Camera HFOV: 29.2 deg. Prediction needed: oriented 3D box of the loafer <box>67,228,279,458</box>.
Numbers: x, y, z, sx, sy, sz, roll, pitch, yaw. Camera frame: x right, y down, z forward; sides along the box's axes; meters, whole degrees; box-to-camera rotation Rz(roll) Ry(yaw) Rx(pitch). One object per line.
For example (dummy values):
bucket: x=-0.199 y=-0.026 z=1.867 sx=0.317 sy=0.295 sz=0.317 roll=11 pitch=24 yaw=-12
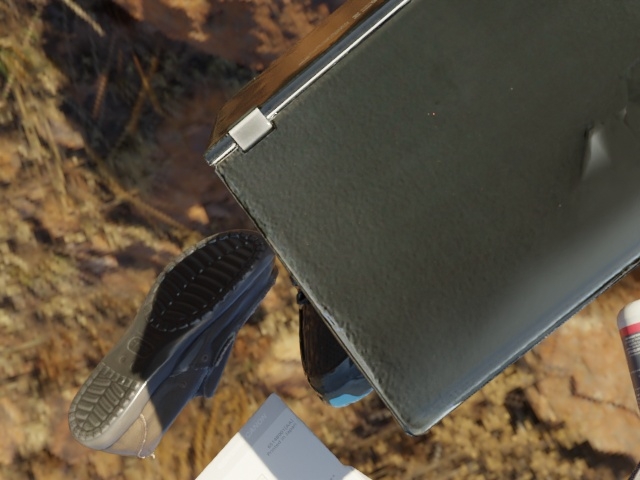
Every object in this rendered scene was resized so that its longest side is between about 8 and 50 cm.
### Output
loafer: x=-0.183 y=0.141 z=1.652 sx=0.366 sy=0.134 sz=0.130 roll=-48 pitch=135 yaw=-8

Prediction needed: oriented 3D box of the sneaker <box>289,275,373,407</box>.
sneaker: x=0.000 y=0.000 z=1.226 sx=0.125 sy=0.340 sz=0.140 roll=-26 pitch=141 yaw=36

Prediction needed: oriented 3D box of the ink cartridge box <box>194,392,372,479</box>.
ink cartridge box: x=-0.055 y=0.338 z=1.192 sx=0.296 sy=0.261 sz=0.066 roll=-48 pitch=138 yaw=-1

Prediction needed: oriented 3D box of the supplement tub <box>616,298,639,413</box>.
supplement tub: x=0.525 y=0.202 z=1.676 sx=0.191 sy=0.272 sz=0.191 roll=-11 pitch=168 yaw=-2

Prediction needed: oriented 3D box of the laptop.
laptop: x=0.124 y=-0.112 z=0.998 sx=0.382 sy=0.408 sz=0.236 roll=-39 pitch=102 yaw=6

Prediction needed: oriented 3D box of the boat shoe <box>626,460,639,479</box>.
boat shoe: x=0.293 y=0.121 z=0.883 sx=0.103 sy=0.092 sz=0.285 roll=15 pitch=104 yaw=-40
